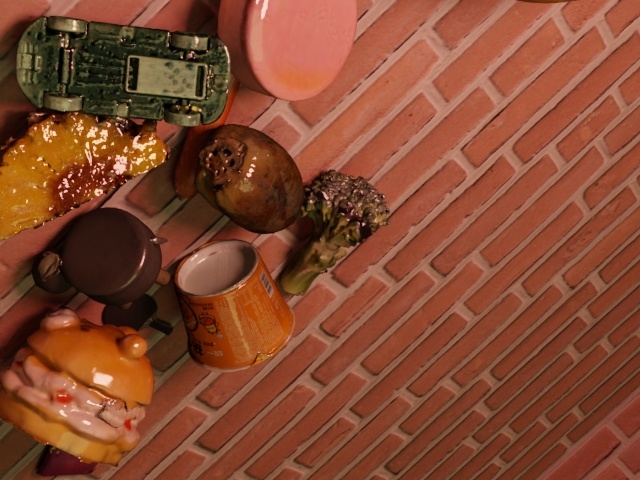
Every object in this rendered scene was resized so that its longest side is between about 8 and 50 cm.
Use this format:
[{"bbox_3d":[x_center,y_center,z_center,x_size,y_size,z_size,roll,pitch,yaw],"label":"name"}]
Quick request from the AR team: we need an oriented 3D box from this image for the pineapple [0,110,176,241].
[{"bbox_3d":[-0.393,-0.129,1.459,0.335,0.158,0.161,-31,98,-14],"label":"pineapple"}]

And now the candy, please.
[{"bbox_3d":[-0.050,-0.345,1.466,0.255,0.094,0.255,-23,124,-39],"label":"candy"}]

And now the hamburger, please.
[{"bbox_3d":[-0.414,0.247,1.656,0.276,0.276,0.236,37,80,-46],"label":"hamburger"}]

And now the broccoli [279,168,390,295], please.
[{"bbox_3d":[0.006,0.001,1.830,0.145,0.165,0.304,-36,164,-52],"label":"broccoli"}]

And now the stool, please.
[{"bbox_3d":[-0.367,0.032,1.601,0.139,0.228,0.153,57,43,-67],"label":"stool"}]

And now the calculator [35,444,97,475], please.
[{"bbox_3d":[-0.488,0.405,1.899,0.127,0.034,0.190,8,119,-36],"label":"calculator"}]

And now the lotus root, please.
[{"bbox_3d":[-0.111,-0.099,1.606,0.160,0.152,0.275,-64,163,-4],"label":"lotus root"}]

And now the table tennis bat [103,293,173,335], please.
[{"bbox_3d":[-0.343,0.147,1.790,0.095,0.014,0.158,-48,135,9],"label":"table tennis bat"}]

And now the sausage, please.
[{"bbox_3d":[-0.180,-0.213,1.566,0.053,0.053,0.347,4,123,-37],"label":"sausage"}]

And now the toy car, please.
[{"bbox_3d":[-0.290,-0.255,1.401,0.306,0.125,0.136,4,105,-12],"label":"toy car"}]

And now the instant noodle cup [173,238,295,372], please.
[{"bbox_3d":[-0.170,0.112,1.749,0.216,0.216,0.172,-26,127,-13],"label":"instant noodle cup"}]

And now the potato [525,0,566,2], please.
[{"bbox_3d":[0.397,-0.575,1.498,0.442,0.319,0.385,-24,96,-3],"label":"potato"}]
